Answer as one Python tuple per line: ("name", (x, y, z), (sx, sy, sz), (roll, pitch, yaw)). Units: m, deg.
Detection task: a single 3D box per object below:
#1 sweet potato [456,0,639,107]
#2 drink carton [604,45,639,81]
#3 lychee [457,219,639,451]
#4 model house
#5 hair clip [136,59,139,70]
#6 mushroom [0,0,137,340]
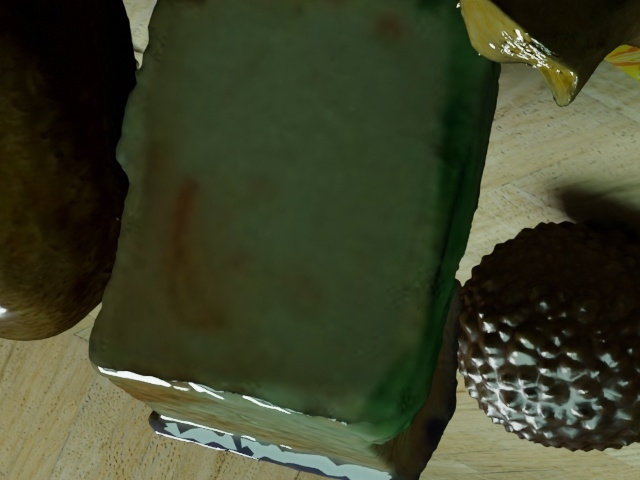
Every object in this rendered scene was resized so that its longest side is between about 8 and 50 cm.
("sweet potato", (0.205, -0.108, 0.944), (0.286, 0.112, 0.085), (4, 135, -10))
("drink carton", (0.163, -0.142, 1.042), (0.223, 0.071, 0.096), (29, 167, -21))
("lychee", (0.199, 0.074, 1.563), (0.238, 0.200, 0.200), (11, 161, 39))
("model house", (0.000, 0.000, 1.361), (0.245, 0.312, 0.280), (8, 164, 15))
("hair clip", (-0.315, -0.155, 1.625), (0.282, 0.172, 0.113), (39, 155, -18))
("mushroom", (-0.221, -0.099, 1.367), (0.239, 0.345, 0.345), (15, 166, -2))
